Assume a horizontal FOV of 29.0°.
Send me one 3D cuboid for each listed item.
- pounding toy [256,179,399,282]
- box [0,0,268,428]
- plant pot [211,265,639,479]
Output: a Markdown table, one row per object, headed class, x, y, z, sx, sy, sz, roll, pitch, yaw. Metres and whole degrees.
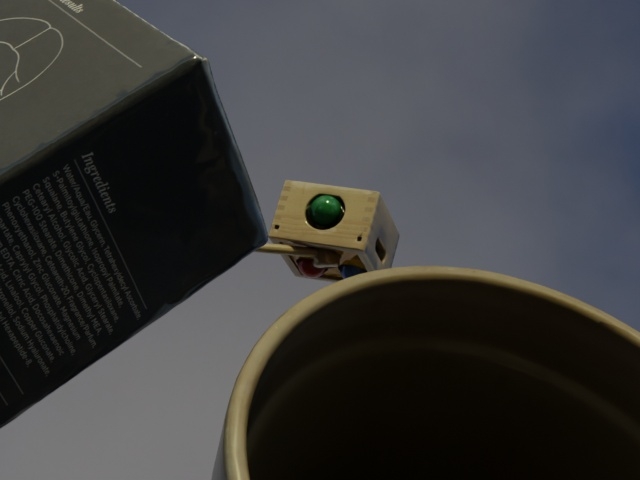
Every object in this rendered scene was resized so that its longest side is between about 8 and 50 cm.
| class | x | y | z | sx | sy | sz | roll | pitch | yaw |
| --- | --- | --- | --- | --- | --- | --- | --- | --- | --- |
| pounding toy | 0.000 | 0.000 | 1.346 | 0.130 | 0.100 | 0.141 | 8 | -22 | 20 |
| box | -0.300 | -0.029 | 1.038 | 0.395 | 0.293 | 0.212 | -35 | -45 | -17 |
| plant pot | 0.075 | 0.225 | 0.726 | 0.323 | 0.323 | 0.280 | 13 | -52 | -5 |
